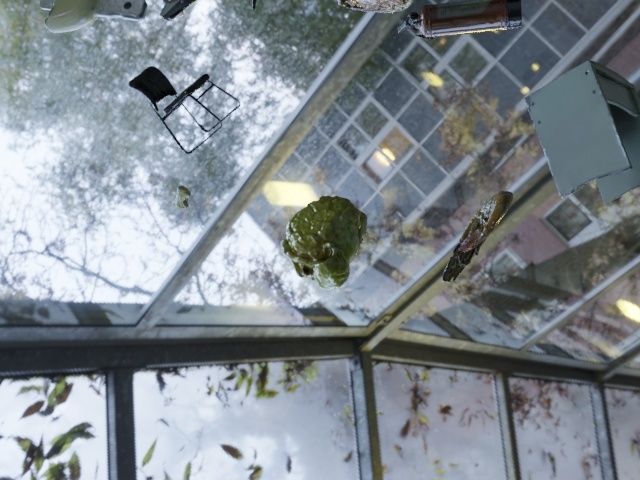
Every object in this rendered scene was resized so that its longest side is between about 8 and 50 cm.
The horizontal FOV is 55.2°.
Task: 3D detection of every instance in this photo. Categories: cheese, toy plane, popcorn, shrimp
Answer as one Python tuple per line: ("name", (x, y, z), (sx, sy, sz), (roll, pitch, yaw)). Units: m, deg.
("cheese", (-0.408, -0.127, 1.826), (0.044, 0.083, 0.030), (32, -133, 9))
("toy plane", (-0.343, -0.780, 1.818), (0.103, 0.315, 0.204), (35, -134, -47))
("popcorn", (0.000, 0.000, 1.690), (0.286, 0.225, 0.174), (-67, -34, -37))
("shrimp", (0.404, -0.010, 1.561), (0.063, 0.287, 0.152), (35, 172, -4))
("cheese", (-0.435, -0.451, 1.162), (0.234, 0.127, 0.050), (9, 170, 13))

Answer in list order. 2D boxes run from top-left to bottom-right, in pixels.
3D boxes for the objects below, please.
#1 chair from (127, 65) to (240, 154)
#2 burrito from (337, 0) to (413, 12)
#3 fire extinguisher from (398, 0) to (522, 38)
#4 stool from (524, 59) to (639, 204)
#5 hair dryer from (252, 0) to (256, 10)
("chair", (-0.333, -0.351, 1.491), (0.221, 0.145, 0.140), (47, -147, -17))
("burrito", (0.158, -0.587, 1.231), (0.143, 0.299, 0.105), (25, -179, 3))
("fire extinguisher", (0.199, -0.322, 0.891), (0.062, 0.177, 0.050), (-19, -73, -77))
("stool", (0.643, -0.242, 1.423), (0.243, 0.170, 0.270), (3, -113, -42))
("hair dryer", (-0.125, -0.527, 1.197), (0.047, 0.150, 0.071), (11, -167, 41))
